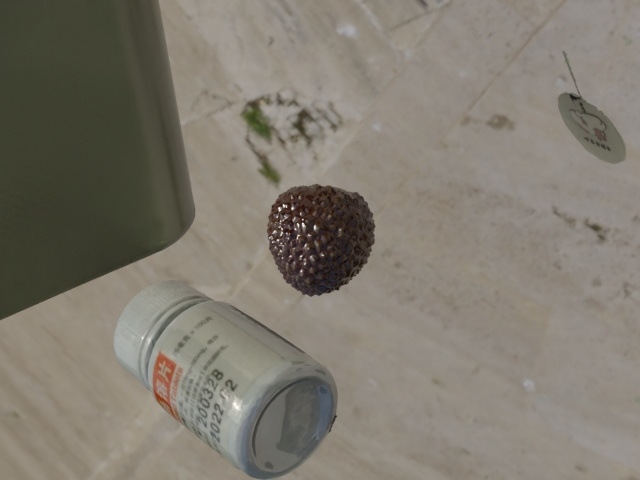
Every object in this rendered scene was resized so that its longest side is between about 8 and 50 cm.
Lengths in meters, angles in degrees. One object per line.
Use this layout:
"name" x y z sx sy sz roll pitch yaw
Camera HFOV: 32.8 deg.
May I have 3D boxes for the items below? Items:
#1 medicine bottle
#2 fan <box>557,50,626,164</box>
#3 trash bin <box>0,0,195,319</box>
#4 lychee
"medicine bottle" -0.110 0.145 1.198 0.252 0.144 0.144 32 150 41
"fan" 0.545 -0.282 2.263 0.190 0.329 0.009 16 136 -31
"trash bin" -0.203 -0.090 0.691 0.121 0.243 0.247 33 140 47
"lychee" 0.000 0.000 1.739 0.188 0.188 0.188 27 145 20
